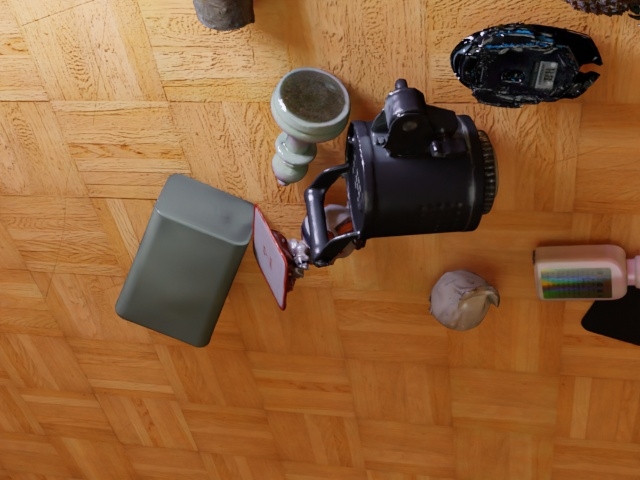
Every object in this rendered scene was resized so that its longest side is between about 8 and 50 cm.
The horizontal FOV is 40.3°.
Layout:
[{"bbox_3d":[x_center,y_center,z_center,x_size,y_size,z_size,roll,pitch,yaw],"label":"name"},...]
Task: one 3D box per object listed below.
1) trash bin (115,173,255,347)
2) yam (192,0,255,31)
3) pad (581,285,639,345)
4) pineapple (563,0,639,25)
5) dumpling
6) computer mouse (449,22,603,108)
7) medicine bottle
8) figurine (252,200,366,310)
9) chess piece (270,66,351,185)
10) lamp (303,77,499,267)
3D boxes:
[{"bbox_3d":[-0.281,0.048,1.847,0.223,0.158,0.343,23,135,-7],"label":"trash bin"},{"bbox_3d":[-0.162,-0.451,1.345,0.106,0.106,0.259,6,132,11],"label":"yam"},{"bbox_3d":[0.690,0.164,1.795,0.267,0.004,0.181,16,136,-1],"label":"pad"},{"bbox_3d":[0.450,-0.365,1.269,0.221,0.083,0.103,13,137,0],"label":"pineapple"},{"bbox_3d":[0.301,0.124,1.795,0.136,0.118,0.199,7,166,-11],"label":"dumpling"},{"bbox_3d":[0.325,-0.288,1.388,0.242,0.077,0.146,7,136,4],"label":"computer mouse"},{"bbox_3d":[0.526,0.062,1.685,0.219,0.078,0.115,-2,132,18],"label":"medicine bottle"},{"bbox_3d":[0.000,0.000,1.700,0.226,0.160,0.183,-20,150,-18],"label":"figurine"},{"bbox_3d":[-0.042,-0.180,1.587,0.139,0.139,0.271,20,147,-4],"label":"chess piece"},{"bbox_3d":[0.163,-0.102,1.501,0.272,0.205,0.374,8,145,-21],"label":"lamp"}]
